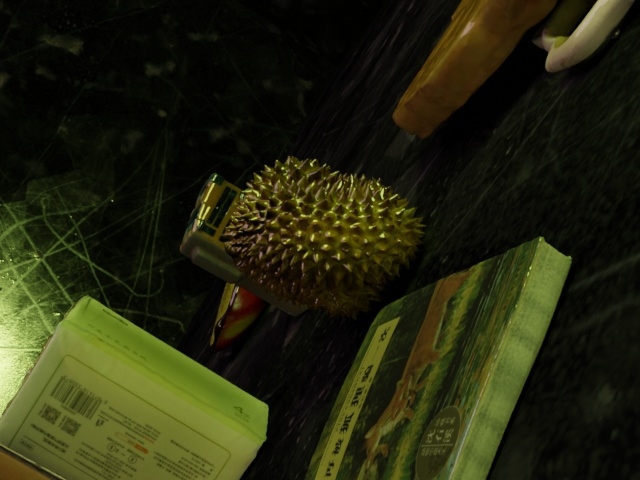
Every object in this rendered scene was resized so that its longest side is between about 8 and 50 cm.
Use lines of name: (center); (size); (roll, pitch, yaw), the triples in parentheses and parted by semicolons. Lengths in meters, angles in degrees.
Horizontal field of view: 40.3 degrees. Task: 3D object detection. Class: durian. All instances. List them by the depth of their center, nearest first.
durian: (0.000, 0.000, 0.754); (0.158, 0.168, 0.137); (102, 176, -60)

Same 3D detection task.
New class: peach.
peach: (-0.128, 0.094, 1.445); (0.279, 0.068, 0.189); (-92, 27, -72)

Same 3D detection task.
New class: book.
book: (0.053, 0.095, 0.517); (0.160, 0.024, 0.228); (-64, 10, -20)

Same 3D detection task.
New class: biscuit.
biscuit: (0.187, -0.247, 0.800); (0.312, 0.057, 0.351); (-59, 4, -40)

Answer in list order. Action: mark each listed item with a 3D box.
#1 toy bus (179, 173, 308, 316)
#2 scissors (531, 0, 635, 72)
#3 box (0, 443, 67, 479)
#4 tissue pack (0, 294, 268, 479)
toy bus: (-0.078, 0.009, 1.050); (0.103, 0.182, 0.091); (-65, 10, -26)
scissors: (0.215, -0.177, 0.553); (0.160, 0.024, 0.317); (-56, 8, 4)
box: (-0.246, 0.266, 0.530); (0.385, 0.344, 0.122); (-51, 10, 40)
tissue pack: (-0.192, 0.186, 0.890); (0.159, 0.234, 0.125); (-57, 7, 7)
